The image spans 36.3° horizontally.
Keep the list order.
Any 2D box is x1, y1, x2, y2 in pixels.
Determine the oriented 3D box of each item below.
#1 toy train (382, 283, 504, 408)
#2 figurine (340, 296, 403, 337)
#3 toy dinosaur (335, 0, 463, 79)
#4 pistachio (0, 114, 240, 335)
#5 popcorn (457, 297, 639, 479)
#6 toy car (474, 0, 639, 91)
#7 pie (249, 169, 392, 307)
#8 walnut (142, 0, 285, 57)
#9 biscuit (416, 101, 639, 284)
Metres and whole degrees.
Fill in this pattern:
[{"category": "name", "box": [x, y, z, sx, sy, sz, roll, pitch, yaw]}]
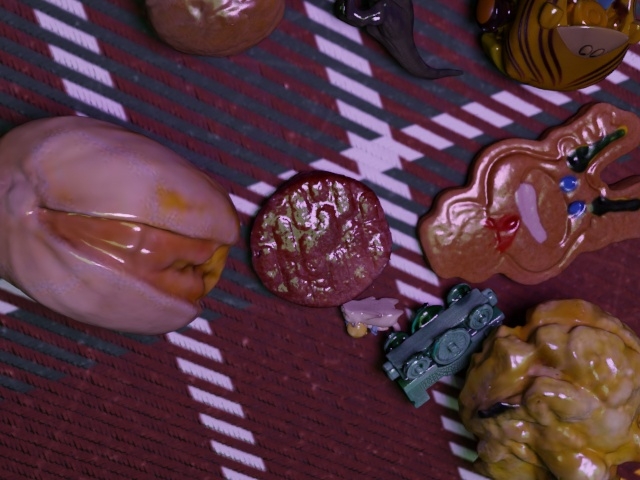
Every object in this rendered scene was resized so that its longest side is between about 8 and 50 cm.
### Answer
[{"category": "toy train", "box": [0.163, 0.134, 1.274, 0.178, 0.071, 0.105, -36, 133, -5]}, {"category": "figurine", "box": [0.066, 0.105, 1.270, 0.083, 0.047, 0.051, 1, 113, -6]}, {"category": "toy dinosaur", "box": [0.113, -0.289, 1.160, 0.178, 0.087, 0.187, 8, 103, -11]}, {"category": "pistachio", "box": [-0.239, -0.019, 1.092, 0.308, 0.230, 0.230, 22, 99, -32]}, {"category": "popcorn", "box": [0.301, 0.210, 1.242, 0.252, 0.215, 0.286, 27, 134, 8]}, {"category": "toy car", "box": [0.303, -0.279, 1.140, 0.200, 0.142, 0.248, 3, 124, -21]}, {"category": "pie", "box": [0.000, 0.000, 1.227, 0.182, 0.049, 0.183, -2, 104, -8]}, {"category": "walnut", "box": [-0.122, -0.281, 1.091, 0.166, 0.149, 0.167, -1, 82, 10]}, {"category": "biscuit", "box": [0.287, -0.046, 1.272, 0.333, 0.047, 0.202, -22, 106, -4]}]
